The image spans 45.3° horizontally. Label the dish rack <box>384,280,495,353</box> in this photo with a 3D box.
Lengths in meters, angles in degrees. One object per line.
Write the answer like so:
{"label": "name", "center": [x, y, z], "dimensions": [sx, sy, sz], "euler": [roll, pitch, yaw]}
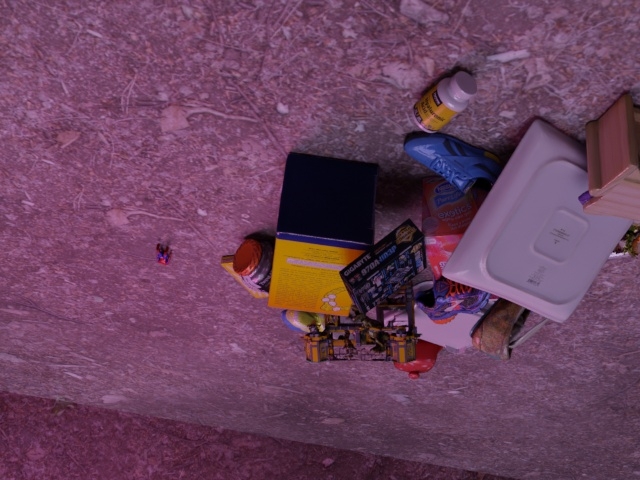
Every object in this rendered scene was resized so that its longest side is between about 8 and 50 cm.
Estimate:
{"label": "dish rack", "center": [0.350, 0.227, 2.130], "dimensions": [0.333, 0.072, 0.285], "euler": [21, 148, -23]}

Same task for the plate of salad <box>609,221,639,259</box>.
{"label": "plate of salad", "center": [0.643, 0.001, 1.699], "dimensions": [0.200, 0.048, 0.200], "euler": [4, 151, 2]}

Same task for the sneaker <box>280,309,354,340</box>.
{"label": "sneaker", "center": [-0.011, 0.234, 2.214], "dimensions": [0.240, 0.091, 0.126], "euler": [27, 163, -33]}

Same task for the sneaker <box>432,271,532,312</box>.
{"label": "sneaker", "center": [0.431, 0.079, 1.816], "dimensions": [0.316, 0.127, 0.182], "euler": [3, 148, -10]}

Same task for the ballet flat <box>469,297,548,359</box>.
{"label": "ballet flat", "center": [0.462, 0.109, 1.649], "dimensions": [0.123, 0.348, 0.123], "euler": [37, 179, 1]}

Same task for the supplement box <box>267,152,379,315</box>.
{"label": "supplement box", "center": [0.000, 0.000, 1.663], "dimensions": [0.195, 0.194, 0.356], "euler": [8, 151, -3]}

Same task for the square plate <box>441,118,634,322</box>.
{"label": "square plate", "center": [0.457, -0.016, 1.492], "dimensions": [0.347, 0.049, 0.344], "euler": [21, 106, -26]}

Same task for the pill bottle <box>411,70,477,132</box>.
{"label": "pill bottle", "center": [0.216, -0.241, 1.328], "dimensions": [0.065, 0.065, 0.116], "euler": [20, 147, -23]}

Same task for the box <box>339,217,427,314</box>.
{"label": "box", "center": [0.132, 0.059, 1.552], "dimensions": [0.175, 0.051, 0.220], "euler": [-37, 160, -3]}

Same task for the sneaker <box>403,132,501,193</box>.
{"label": "sneaker", "center": [0.257, -0.144, 1.479], "dimensions": [0.209, 0.082, 0.069], "euler": [17, 151, -16]}

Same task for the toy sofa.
{"label": "toy sofa", "center": [0.654, -0.121, 1.379], "dimensions": [0.363, 0.150, 0.177], "euler": [11, 155, -9]}

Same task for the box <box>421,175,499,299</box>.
{"label": "box", "center": [0.312, 0.000, 1.652], "dimensions": [0.142, 0.154, 0.300], "euler": [-5, 148, 17]}

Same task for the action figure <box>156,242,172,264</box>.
{"label": "action figure", "center": [-0.404, 0.039, 1.972], "dimensions": [0.038, 0.030, 0.115], "euler": [15, 155, -4]}

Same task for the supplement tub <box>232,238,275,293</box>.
{"label": "supplement tub", "center": [-0.116, 0.074, 1.893], "dimensions": [0.190, 0.117, 0.117], "euler": [28, 144, -35]}

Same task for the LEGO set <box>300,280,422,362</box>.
{"label": "LEGO set", "center": [0.109, 0.190, 1.952], "dimensions": [0.331, 0.192, 0.255], "euler": [-1, -173, 22]}

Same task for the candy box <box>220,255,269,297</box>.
{"label": "candy box", "center": [-0.170, 0.095, 2.032], "dimensions": [0.105, 0.027, 0.206], "euler": [-5, 149, 24]}

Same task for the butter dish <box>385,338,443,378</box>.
{"label": "butter dish", "center": [0.286, 0.362, 2.330], "dimensions": [0.160, 0.118, 0.160], "euler": [10, 150, -7]}

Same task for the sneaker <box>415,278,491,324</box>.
{"label": "sneaker", "center": [0.283, 0.114, 1.626], "dimensions": [0.087, 0.083, 0.221], "euler": [28, 140, -21]}
